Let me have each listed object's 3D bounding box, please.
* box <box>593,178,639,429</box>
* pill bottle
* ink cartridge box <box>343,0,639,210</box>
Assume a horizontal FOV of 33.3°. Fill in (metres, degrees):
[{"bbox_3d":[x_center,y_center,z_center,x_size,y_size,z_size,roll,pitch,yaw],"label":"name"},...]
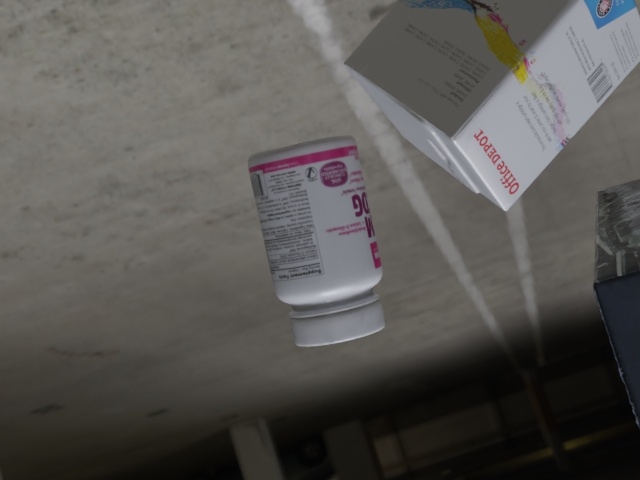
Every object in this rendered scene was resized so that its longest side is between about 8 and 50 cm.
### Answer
[{"bbox_3d":[0.716,0.047,1.740,0.480,0.297,0.472,-17,-164,20],"label":"box"},{"bbox_3d":[0.000,0.000,1.543,0.160,0.283,0.160,-12,-177,1],"label":"pill bottle"},{"bbox_3d":[0.211,-0.218,1.266,0.270,0.197,0.198,-49,145,0],"label":"ink cartridge box"}]
